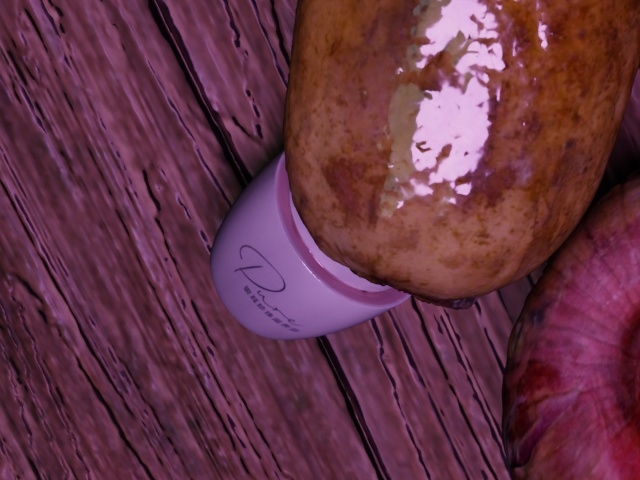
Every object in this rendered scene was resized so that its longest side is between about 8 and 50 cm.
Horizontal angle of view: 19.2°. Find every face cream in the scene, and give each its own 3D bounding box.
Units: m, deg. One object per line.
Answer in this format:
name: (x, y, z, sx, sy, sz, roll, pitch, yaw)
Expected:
face cream: (0.000, 0.000, 0.899, 0.091, 0.091, 0.095, 50, 132, -7)

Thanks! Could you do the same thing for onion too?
onion: (0.191, 0.074, 0.787, 0.246, 0.190, 0.246, -8, 76, 34)

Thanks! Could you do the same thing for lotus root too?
lotus root: (0.065, -0.101, 0.792, 0.145, 0.128, 0.260, 15, 103, 8)
